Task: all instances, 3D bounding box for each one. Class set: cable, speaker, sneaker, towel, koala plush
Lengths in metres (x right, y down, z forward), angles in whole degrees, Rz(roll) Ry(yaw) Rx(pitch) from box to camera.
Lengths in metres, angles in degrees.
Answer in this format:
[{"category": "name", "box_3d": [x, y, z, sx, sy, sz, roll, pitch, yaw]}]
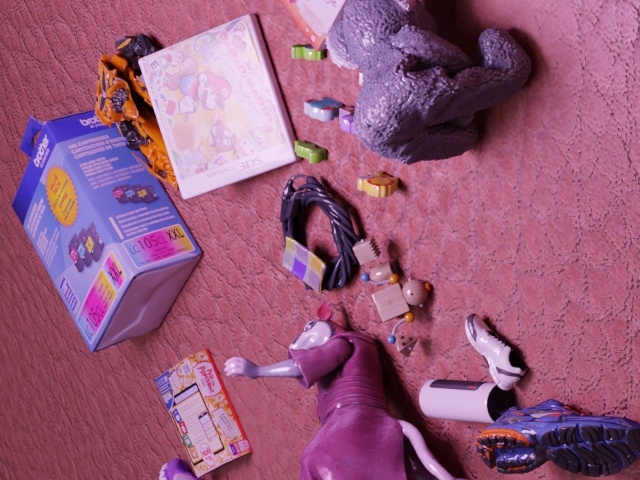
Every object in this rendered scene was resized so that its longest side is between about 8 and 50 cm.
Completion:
[{"category": "cable", "box_3d": [0.000, 0.000, 2.027, 0.150, 0.047, 0.184, 34, 134, 30]}, {"category": "speaker", "box_3d": [0.195, 0.213, 1.845, 0.136, 0.055, 0.055, -3, 102, 54]}, {"category": "sneaker", "box_3d": [-0.208, 0.460, 2.465, 0.095, 0.104, 0.236, 46, -176, -37]}, {"category": "towel", "box_3d": [-0.024, 0.036, 2.029, 0.083, 0.009, 0.060, 39, 138, 26]}, {"category": "koala plush", "box_3d": [0.097, -0.224, 1.671, 0.221, 0.203, 0.196, 63, 143, 20]}, {"category": "sneaker", "box_3d": [0.227, 0.137, 1.791, 0.044, 0.040, 0.109, -43, 73, 34]}, {"category": "sneaker", "box_3d": [0.296, 0.230, 1.698, 0.221, 0.087, 0.083, -4, 125, 37]}]

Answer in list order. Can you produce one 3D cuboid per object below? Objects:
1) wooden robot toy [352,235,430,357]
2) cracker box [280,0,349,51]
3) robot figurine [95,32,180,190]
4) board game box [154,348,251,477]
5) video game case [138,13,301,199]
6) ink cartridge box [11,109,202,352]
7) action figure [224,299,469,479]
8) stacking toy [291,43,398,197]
[{"category": "wooden robot toy", "box_3d": [0.114, 0.069, 1.903, 0.079, 0.076, 0.173, -24, 84, 19]}, {"category": "cracker box", "box_3d": [0.018, -0.374, 1.753, 0.155, 0.067, 0.232, 56, 142, 19]}, {"category": "robot figurine", "box_3d": [-0.276, -0.209, 2.259, 0.291, 0.085, 0.211, 38, 132, 37]}, {"category": "board game box", "box_3d": [-0.207, 0.303, 2.422, 0.147, 0.045, 0.193, -35, 77, 53]}, {"category": "video game case", "box_3d": [-0.153, -0.197, 2.075, 0.206, 0.026, 0.227, -18, 90, 26]}, {"category": "ink cartridge box", "box_3d": [-0.397, -0.045, 2.441, 0.395, 0.151, 0.270, 59, 142, 20]}, {"category": "action figure", "box_3d": [0.047, 0.234, 1.936, 0.276, 0.248, 0.370, -25, 55, 22]}, {"category": "stacking toy", "box_3d": [0.026, -0.168, 1.906, 0.221, 0.052, 0.167, 27, 125, 45]}]
